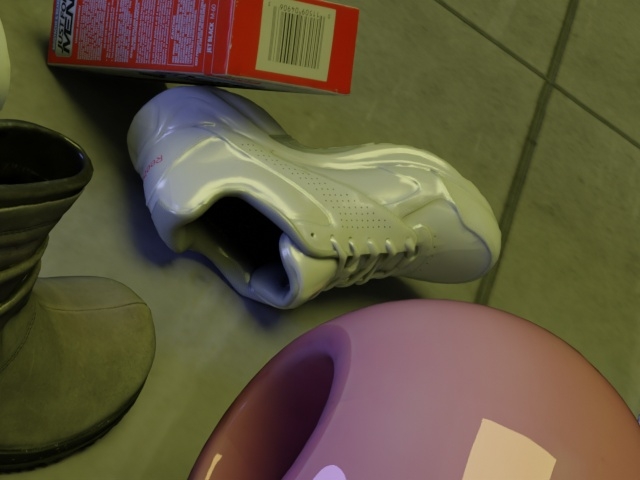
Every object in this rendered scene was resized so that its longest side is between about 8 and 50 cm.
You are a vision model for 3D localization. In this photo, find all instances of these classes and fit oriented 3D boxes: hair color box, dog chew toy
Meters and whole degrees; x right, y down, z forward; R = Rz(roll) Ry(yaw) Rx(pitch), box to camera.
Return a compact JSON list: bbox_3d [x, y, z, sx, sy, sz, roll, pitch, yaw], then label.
[{"bbox_3d":[-0.069,-0.115,0.906,0.093,0.053,0.167,4,5,-43],"label":"hair color box"},{"bbox_3d":[0.102,0.171,0.665,0.332,0.206,0.206,37,30,-18],"label":"dog chew toy"}]

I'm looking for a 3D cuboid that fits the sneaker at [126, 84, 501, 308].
[{"bbox_3d":[0.000,0.000,0.900,0.232,0.090,0.115,14,44,-20],"label":"sneaker"}]

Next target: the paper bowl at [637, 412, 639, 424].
[{"bbox_3d":[0.317,0.168,0.885,0.284,0.148,0.284,34,32,-26],"label":"paper bowl"}]

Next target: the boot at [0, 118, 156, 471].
[{"bbox_3d":[-0.129,0.021,0.647,0.246,0.161,0.083,-10,55,-51],"label":"boot"}]

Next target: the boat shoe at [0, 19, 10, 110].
[{"bbox_3d":[-0.248,-0.138,0.830,0.081,0.079,0.227,-18,56,-44],"label":"boat shoe"}]
